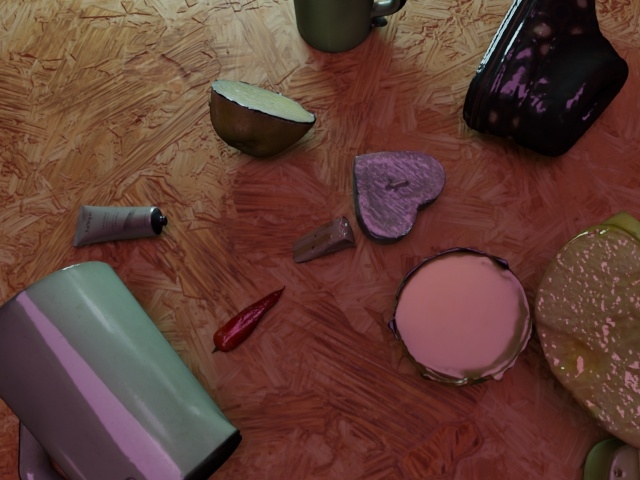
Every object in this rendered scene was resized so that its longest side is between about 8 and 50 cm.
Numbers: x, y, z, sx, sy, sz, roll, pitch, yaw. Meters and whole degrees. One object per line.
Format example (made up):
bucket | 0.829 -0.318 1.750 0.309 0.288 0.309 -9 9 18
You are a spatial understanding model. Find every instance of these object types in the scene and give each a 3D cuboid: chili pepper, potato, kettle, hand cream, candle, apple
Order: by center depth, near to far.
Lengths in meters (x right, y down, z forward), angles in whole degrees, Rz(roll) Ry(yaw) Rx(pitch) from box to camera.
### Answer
apple | 0.492 0.126 0.881 0.314 0.252 0.309 -20 59 -24
kettle | -0.359 0.287 0.914 0.376 0.250 0.361 45 101 12
chili pepper | -0.128 0.142 1.032 0.178 0.027 0.045 -39 74 -10
candle | 0.127 -0.095 1.066 0.168 0.068 0.192 41 78 11
hand cream | -0.380 -0.033 1.093 0.186 0.054 0.087 -3 68 10
potato | -0.121 -0.218 1.094 0.203 0.182 0.117 17 113 -10
kettle | 0.051 -0.500 1.098 0.241 0.255 0.165 14 72 7

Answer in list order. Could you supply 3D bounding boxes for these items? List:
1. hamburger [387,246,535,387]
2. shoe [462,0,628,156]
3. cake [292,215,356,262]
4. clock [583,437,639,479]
hamburger | 0.235 0.129 0.951 0.237 0.149 0.236 -3 77 12
shoe | 0.447 -0.339 1.063 0.237 0.171 0.383 27 78 18
cake | 0.000 0.000 1.054 0.121 0.065 0.051 -17 70 6
clock | 0.580 0.451 0.846 0.349 0.117 0.285 3 74 5
